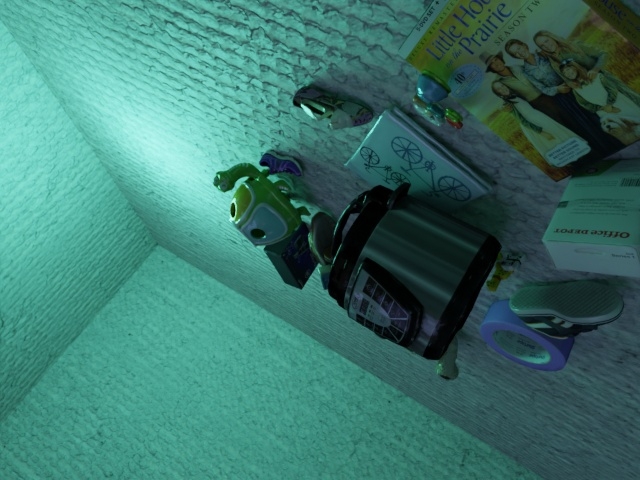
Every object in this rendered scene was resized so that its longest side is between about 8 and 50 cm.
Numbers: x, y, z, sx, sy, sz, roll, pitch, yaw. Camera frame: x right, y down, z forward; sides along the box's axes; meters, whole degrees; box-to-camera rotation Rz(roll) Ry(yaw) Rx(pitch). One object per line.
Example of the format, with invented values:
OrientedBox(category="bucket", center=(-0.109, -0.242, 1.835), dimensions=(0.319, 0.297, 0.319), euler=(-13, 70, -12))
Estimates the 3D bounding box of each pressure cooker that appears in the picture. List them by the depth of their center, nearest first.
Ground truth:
OrientedBox(category="pressure cooker", center=(0.216, 0.072, 1.289), dimensions=(0.420, 0.370, 0.375), euler=(30, 177, 20))

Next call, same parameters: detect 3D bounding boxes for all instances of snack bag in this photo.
OrientedBox(category="snack bag", center=(0.243, -0.175, 1.282), dimensions=(0.323, 0.037, 0.342), euler=(37, 160, -3))

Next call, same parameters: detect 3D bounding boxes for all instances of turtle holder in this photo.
OrientedBox(category="turtle holder", center=(-0.211, -0.119, 1.685), dimensions=(0.243, 0.227, 0.320), euler=(42, 173, 30))

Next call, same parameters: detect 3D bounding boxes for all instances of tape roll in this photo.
OrientedBox(category="tape roll", center=(0.668, 0.312, 1.565), dimensions=(0.274, 0.090, 0.275), euler=(30, 157, 14))

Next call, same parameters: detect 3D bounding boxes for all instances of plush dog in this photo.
OrientedBox(category="plush dog", center=(0.470, 0.409, 1.953), dimensions=(0.262, 0.211, 0.225), euler=(37, 176, 1))

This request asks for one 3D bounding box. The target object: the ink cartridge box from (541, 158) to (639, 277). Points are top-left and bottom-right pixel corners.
OrientedBox(category="ink cartridge box", center=(0.536, -0.046, 0.891), dimensions=(0.160, 0.219, 0.093), euler=(7, 144, 49))

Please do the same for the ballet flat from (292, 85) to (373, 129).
OrientedBox(category="ballet flat", center=(0.024, -0.330, 1.227), dimensions=(0.221, 0.079, 0.077), euler=(27, 155, 19))

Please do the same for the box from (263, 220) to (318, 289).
OrientedBox(category="box", center=(-0.110, 0.056, 2.014), dimensions=(0.103, 0.184, 0.261), euler=(20, 153, 32))

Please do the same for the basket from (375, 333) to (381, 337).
OrientedBox(category="basket", center=(0.288, 0.334, 2.057), dimensions=(0.204, 0.154, 0.227), euler=(35, 161, 16))

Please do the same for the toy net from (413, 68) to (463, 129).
OrientedBox(category="toy net", center=(0.246, -0.273, 0.983), dimensions=(0.122, 0.045, 0.232), euler=(37, -170, 7))

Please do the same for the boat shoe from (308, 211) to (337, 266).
OrientedBox(category="boat shoe", center=(0.000, 0.000, 1.846), dimensions=(0.116, 0.123, 0.324), euler=(39, 156, 31))

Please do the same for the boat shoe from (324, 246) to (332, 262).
OrientedBox(category="boat shoe", center=(0.113, 0.071, 1.797), dimensions=(0.206, 0.073, 0.073), euler=(7, 149, -1))

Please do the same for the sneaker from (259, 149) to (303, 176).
OrientedBox(category="sneaker", center=(-0.133, -0.244, 1.614), dimensions=(0.169, 0.071, 0.068), euler=(22, 154, 26))

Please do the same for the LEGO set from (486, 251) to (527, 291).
OrientedBox(category="LEGO set", center=(0.481, 0.090, 1.387), dimensions=(0.227, 0.093, 0.087), euler=(4, 142, 50))

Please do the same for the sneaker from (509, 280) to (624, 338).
OrientedBox(category="sneaker", center=(0.672, 0.189, 1.285), dimensions=(0.127, 0.126, 0.321), euler=(43, 161, -15))

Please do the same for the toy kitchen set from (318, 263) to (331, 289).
OrientedBox(category="toy kitchen set", center=(0.116, 0.171, 1.863), dimensions=(0.122, 0.207, 0.166), euler=(76, 175, -57))

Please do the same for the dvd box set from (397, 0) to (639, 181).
OrientedBox(category="dvd box set", center=(0.371, -0.302, 0.829), dimensions=(0.420, 0.062, 0.307), euler=(38, 157, -5))
